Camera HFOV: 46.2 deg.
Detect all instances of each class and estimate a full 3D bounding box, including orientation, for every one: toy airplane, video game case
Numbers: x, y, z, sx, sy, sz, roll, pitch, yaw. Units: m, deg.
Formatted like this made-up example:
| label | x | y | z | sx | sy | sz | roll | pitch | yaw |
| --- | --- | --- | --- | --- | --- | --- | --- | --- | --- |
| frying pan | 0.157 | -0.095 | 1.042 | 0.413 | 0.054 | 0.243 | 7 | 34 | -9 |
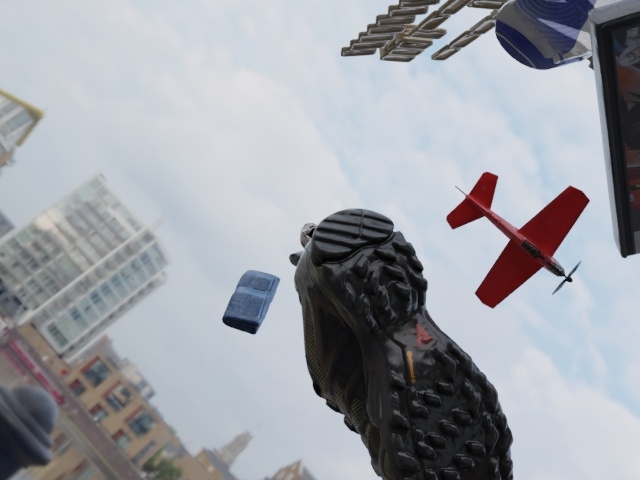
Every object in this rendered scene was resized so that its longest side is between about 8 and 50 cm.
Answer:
| label | x | y | z | sx | sy | sz | roll | pitch | yaw |
| --- | --- | --- | --- | --- | --- | --- | --- | --- | --- |
| toy airplane | 0.192 | -0.010 | 0.750 | 0.151 | 0.151 | 0.028 | 44 | 13 | 13 |
| video game case | 0.382 | -0.115 | 0.670 | 0.035 | 0.248 | 0.274 | -89 | 160 | -48 |

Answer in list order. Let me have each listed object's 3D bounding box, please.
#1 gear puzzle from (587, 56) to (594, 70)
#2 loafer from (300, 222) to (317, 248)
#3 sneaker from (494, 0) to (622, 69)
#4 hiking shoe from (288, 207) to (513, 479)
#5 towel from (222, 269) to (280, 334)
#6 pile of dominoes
| label | x | y | z | sx | sy | sz | roll | pitch | yaw |
| --- | --- | --- | --- | --- | --- | --- | --- | --- | --- |
| gear puzzle | 0.630 | -0.498 | 1.725 | 0.339 | 0.044 | 0.175 | -124 | -154 | -43 |
| loafer | 0.000 | 0.000 | 1.025 | 0.125 | 0.045 | 0.039 | -117 | -158 | -60 |
| sneaker | 0.346 | -0.297 | 0.998 | 0.127 | 0.315 | 0.182 | 51 | -24 | 5 |
| hiking shoe | 0.046 | 0.094 | 0.495 | 0.226 | 0.086 | 0.114 | 70 | -22 | 9 |
| towel | -0.114 | 0.097 | 1.242 | 0.067 | 0.119 | 0.029 | 15 | -45 | 7 |
| pile of dominoes | 0.160 | -0.336 | 1.149 | 0.251 | 0.196 | 0.040 | 159 | -72 | -67 |
